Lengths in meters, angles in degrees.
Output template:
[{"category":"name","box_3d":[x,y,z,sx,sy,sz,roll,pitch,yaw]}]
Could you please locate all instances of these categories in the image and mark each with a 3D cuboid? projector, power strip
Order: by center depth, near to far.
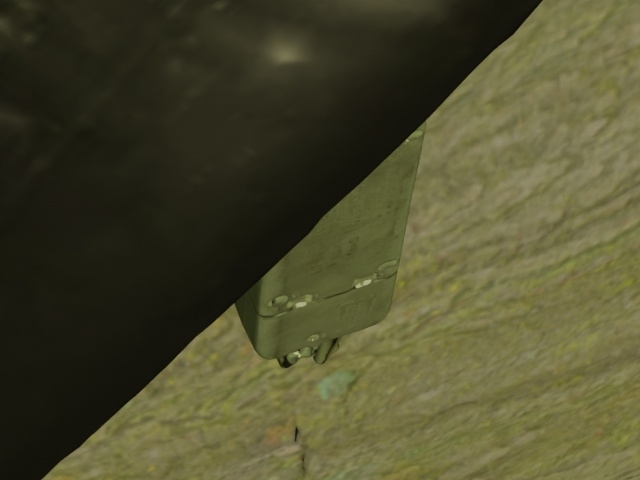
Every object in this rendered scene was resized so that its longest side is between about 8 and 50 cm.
[{"category":"projector","box_3d":[-0.148,-0.153,0.375,0.395,0.242,0.405,28,128,-25]},{"category":"power strip","box_3d":[0.000,0.000,1.123,0.093,0.053,0.288,-18,154,-14]}]
